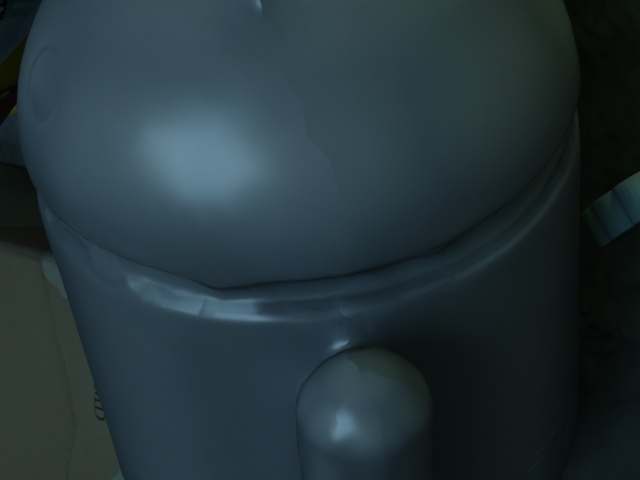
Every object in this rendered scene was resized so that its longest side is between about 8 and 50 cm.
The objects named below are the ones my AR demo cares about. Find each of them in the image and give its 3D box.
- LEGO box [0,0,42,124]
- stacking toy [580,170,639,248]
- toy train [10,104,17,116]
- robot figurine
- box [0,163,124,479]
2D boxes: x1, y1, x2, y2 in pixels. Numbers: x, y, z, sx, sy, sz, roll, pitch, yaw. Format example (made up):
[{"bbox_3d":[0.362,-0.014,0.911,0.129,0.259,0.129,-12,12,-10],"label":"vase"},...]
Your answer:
[{"bbox_3d":[-0.164,-0.307,0.504,0.500,0.193,0.372,-45,74,33],"label":"LEGO box"},{"bbox_3d":[0.137,-0.026,0.562,0.167,0.052,0.221,60,159,11],"label":"stacking toy"},{"bbox_3d":[-0.104,-0.092,0.792,0.166,0.046,0.125,35,120,22],"label":"toy train"},{"bbox_3d":[0.000,0.000,0.589,0.300,0.199,0.354,-105,5,-47],"label":"robot figurine"},{"bbox_3d":[-0.173,0.044,0.831,0.311,0.121,0.148,11,108,36],"label":"box"}]
